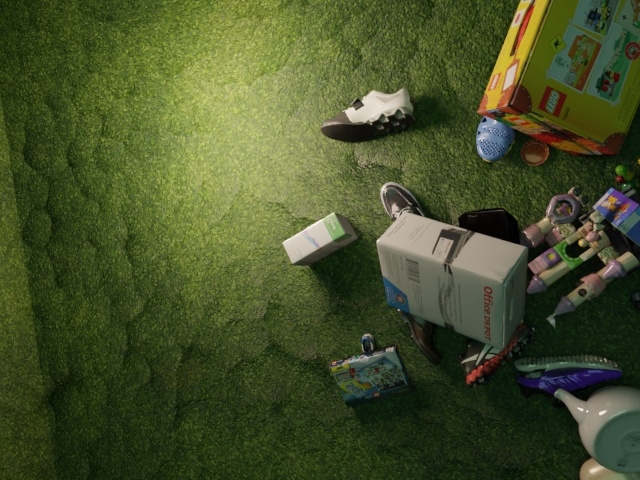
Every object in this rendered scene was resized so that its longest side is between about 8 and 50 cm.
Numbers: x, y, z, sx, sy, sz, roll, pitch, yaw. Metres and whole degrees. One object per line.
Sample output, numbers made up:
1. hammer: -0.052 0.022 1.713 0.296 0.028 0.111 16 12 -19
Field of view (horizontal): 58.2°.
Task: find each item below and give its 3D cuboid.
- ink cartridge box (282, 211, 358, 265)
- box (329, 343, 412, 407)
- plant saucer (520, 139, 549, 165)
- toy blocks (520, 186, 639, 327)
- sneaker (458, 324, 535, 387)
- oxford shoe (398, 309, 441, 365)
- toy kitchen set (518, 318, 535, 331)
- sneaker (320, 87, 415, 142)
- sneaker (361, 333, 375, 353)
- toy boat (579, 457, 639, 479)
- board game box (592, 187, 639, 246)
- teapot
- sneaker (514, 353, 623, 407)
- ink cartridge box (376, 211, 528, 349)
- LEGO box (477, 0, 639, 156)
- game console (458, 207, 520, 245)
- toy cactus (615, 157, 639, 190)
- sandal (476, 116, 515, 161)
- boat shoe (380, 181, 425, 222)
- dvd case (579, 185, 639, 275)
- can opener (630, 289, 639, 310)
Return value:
1. ink cartridge box: 0.000 0.000 1.960 0.212 0.154 0.093 -32 76 15
2. box: 0.166 0.447 1.895 0.233 0.044 0.159 -19 104 17
3. plant saucer: 0.677 -0.277 1.818 0.084 0.013 0.083 -2 84 20
4. toy blocks: 0.681 0.057 1.633 0.260 0.309 0.288 -37 74 7
5. sneaker: 0.524 0.328 1.754 0.276 0.098 0.135 -51 53 31
6. oxford shoe: 0.339 0.292 1.858 0.096 0.083 0.227 -29 78 11
7. toy kitchen set: 0.612 0.258 1.766 0.083 0.075 0.068 9 88 16
8. sneaker: 0.159 -0.435 1.972 0.331 0.122 0.146 -8 65 20
9. sneaker: 0.164 0.382 1.924 0.052 0.058 0.135 -21 81 17
10. toy boat: 0.910 0.717 1.604 0.318 0.148 0.267 -22 74 24
11. board game box: 0.917 0.013 1.538 0.347 0.233 0.078 38 109 -1
12. teapot: 0.828 0.494 1.584 0.253 0.187 0.256 -29 106 13
13. sneaker: 0.735 0.421 1.706 0.294 0.102 0.146 -6 91 22
14. ink cartridge box: 0.387 0.113 1.689 0.395 0.285 0.166 20 51 34
15. LEGO box: 0.733 -0.538 1.641 0.373 0.193 0.499 21 93 -12
16. game console: 0.532 0.081 1.768 0.213 0.044 0.361 -4 98 63
17. toy cactus: 0.949 -0.129 1.674 0.219 0.112 0.180 31 106 10
18. sandal: 0.571 -0.403 1.802 0.126 0.138 0.317 18 94 18
19. boat shoe: 0.289 -0.068 1.891 0.108 0.102 0.301 -32 76 15
20. dvd case: 0.894 -0.025 1.676 0.165 0.018 0.221 -38 92 22
21. can opener: 0.995 0.163 1.647 0.186 0.059 0.073 -15 81 18
